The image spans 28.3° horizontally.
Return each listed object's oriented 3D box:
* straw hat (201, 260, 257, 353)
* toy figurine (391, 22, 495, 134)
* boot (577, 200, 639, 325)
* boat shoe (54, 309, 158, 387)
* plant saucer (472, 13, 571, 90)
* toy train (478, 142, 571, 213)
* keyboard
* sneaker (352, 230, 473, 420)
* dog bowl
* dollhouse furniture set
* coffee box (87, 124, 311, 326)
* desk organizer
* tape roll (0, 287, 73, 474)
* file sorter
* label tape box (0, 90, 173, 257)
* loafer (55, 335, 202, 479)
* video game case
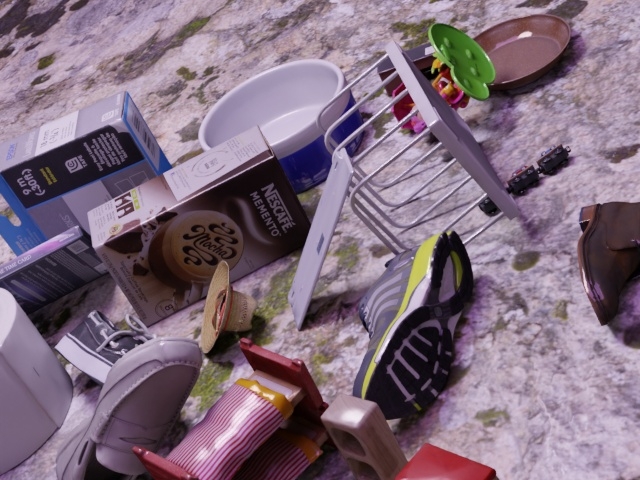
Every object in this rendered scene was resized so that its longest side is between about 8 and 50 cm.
[{"bbox_3d":[-0.122,0.101,1.802,0.061,0.144,0.144,12,31,-15],"label":"straw hat"},{"bbox_3d":[0.179,-0.226,1.986,0.159,0.130,0.173,-48,34,33],"label":"toy figurine"},{"bbox_3d":[0.375,0.014,1.548,0.106,0.082,0.219,-16,33,22],"label":"boot"},{"bbox_3d":[-0.266,0.168,1.772,0.105,0.113,0.306,-52,28,-12],"label":"boat shoe"},{"bbox_3d":[0.315,-0.298,2.061,0.198,0.036,0.198,-19,33,13],"label":"plant saucer"},{"bbox_3d":[0.289,-0.089,1.803,0.158,0.027,0.036,-34,22,-9],"label":"toy train"},{"bbox_3d":[0.000,0.000,1.728,0.014,0.256,0.072,6,30,-22],"label":"keyboard"},{"bbox_3d":[0.101,0.115,1.608,0.121,0.111,0.300,-19,28,38],"label":"sneaker"},{"bbox_3d":[-0.064,-0.185,2.117,0.265,0.104,0.265,-19,33,13],"label":"dog bowl"},{"bbox_3d":[-0.004,0.264,1.411,0.374,0.152,0.201,13,51,46],"label":"dollhouse furniture set"},{"bbox_3d":[-0.179,-0.023,1.920,0.297,0.168,0.119,-28,33,1],"label":"coffee box"},{"bbox_3d":[0.165,-0.295,2.151,0.130,0.050,0.047,-18,34,15],"label":"desk organizer"},{"bbox_3d":[-0.506,0.208,1.839,0.246,0.169,0.246,-20,33,14],"label":"tape roll"},{"bbox_3d":[0.124,-0.113,1.785,0.173,0.193,0.278,-39,29,12],"label":"file sorter"},{"bbox_3d":[-0.412,-0.070,2.088,0.333,0.241,0.106,-22,35,10],"label":"label tape box"},{"bbox_3d":[-0.232,0.235,1.565,0.319,0.112,0.111,-53,41,38],"label":"loafer"},{"bbox_3d":[-0.468,0.073,2.001,0.274,0.196,0.026,-27,73,0],"label":"video game case"}]
